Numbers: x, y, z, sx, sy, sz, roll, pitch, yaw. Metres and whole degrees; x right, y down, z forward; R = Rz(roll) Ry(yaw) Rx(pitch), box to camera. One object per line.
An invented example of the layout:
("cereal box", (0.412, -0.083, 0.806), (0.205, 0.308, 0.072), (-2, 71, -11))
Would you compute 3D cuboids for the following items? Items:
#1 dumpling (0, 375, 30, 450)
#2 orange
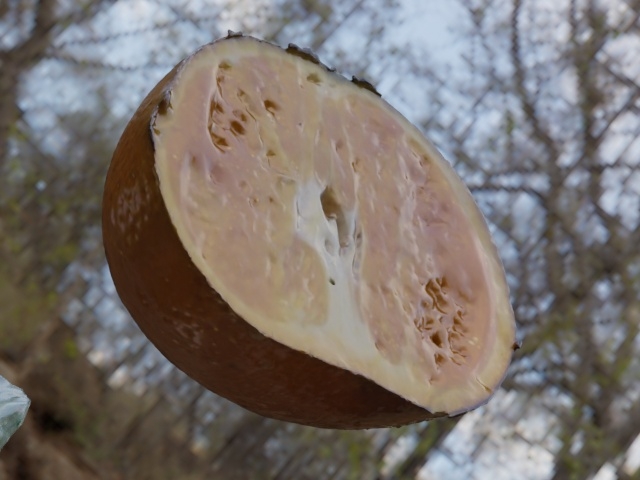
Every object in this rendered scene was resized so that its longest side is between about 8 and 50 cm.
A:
("dumpling", (-0.224, 0.105, 0.768), (0.153, 0.219, 0.108), (0, -75, 42))
("orange", (0.000, 0.004, 1.236), (0.310, 0.274, 0.274), (0, -19, -15))
